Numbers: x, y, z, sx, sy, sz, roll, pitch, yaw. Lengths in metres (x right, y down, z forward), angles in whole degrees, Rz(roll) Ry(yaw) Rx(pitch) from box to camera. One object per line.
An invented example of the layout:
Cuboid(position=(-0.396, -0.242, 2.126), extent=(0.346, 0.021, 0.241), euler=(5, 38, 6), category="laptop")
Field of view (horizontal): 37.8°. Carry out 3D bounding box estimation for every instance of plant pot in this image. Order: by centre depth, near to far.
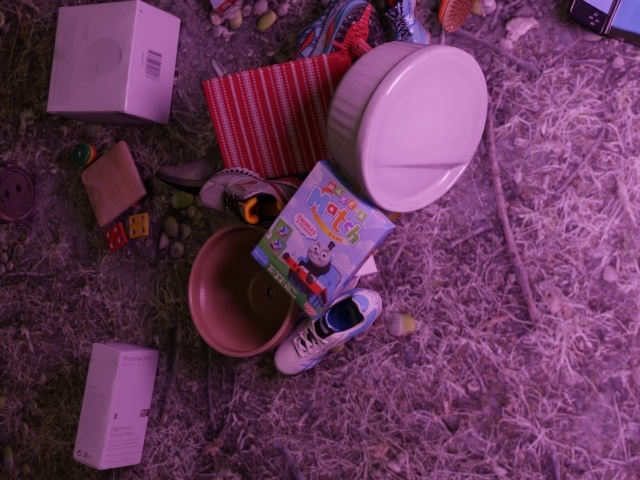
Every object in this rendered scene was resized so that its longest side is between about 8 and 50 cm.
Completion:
Cuboid(position=(-0.116, 0.092, 1.686), extent=(0.237, 0.110, 0.237), euler=(-5, 81, 31), category="plant pot")

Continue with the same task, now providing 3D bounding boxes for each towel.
Cuboid(position=(-0.060, -0.211, 1.635), extent=(0.275, 0.031, 0.199), euler=(-7, 109, 21), category="towel")

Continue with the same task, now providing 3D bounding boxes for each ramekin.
Cuboid(position=(0.129, -0.190, 1.487), extent=(0.127, 0.273, 0.273), euler=(33, 102, 41), category="ramekin")

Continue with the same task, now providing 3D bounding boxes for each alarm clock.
Cuboid(position=(-0.680, -0.084, 2.054), extent=(0.064, 0.129, 0.192), euler=(-1, 112, 29), category="alarm clock")

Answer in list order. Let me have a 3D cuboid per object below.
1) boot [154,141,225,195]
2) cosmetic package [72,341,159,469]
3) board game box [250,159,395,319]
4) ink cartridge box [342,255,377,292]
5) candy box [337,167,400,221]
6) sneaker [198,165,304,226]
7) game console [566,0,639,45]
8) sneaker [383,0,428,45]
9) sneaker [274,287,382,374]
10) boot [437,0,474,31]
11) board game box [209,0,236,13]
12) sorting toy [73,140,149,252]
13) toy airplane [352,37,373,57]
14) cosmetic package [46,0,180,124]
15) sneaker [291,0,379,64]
Cuboid(position=(-0.195, -0.166, 1.797), extent=(0.246, 0.083, 0.161), euler=(8, 78, 30), category="boot")
Cuboid(position=(-0.398, 0.320, 1.831), extent=(0.085, 0.117, 0.231), euler=(11, 92, 32), category="cosmetic package")
Cuboid(position=(0.000, 0.000, 1.518), extent=(0.160, 0.039, 0.211), euler=(46, 117, 16), category="board game box")
Cuboid(position=(0.024, 0.022, 1.601), extent=(0.092, 0.090, 0.143), euler=(-26, 78, 49), category="ink cartridge box")
Cuboid(position=(0.057, -0.101, 1.650), extent=(0.105, 0.027, 0.206), euler=(-42, 65, 21), category="candy box")
Cuboid(position=(-0.126, -0.074, 1.638), extent=(0.225, 0.093, 0.088), euler=(5, 118, 32), category="sneaker")
Cuboid(position=(0.460, -0.380, 1.404), extent=(0.085, 0.124, 0.144), euler=(30, 101, 58), category="game console")
Cuboid(position=(0.134, -0.377, 1.607), extent=(0.063, 0.073, 0.162), euler=(-20, 79, 29), category="sneaker")
Cuboid(position=(0.000, 0.156, 1.622), extent=(0.237, 0.086, 0.085), euler=(-38, 68, 24), category="sneaker")
Cuboid(position=(0.217, -0.427, 1.576), extent=(0.085, 0.059, 0.158), euler=(14, 84, 35), category="boot")
Cuboid(position=(-0.125, -0.583, 1.819), extent=(0.281, 0.027, 0.145), euler=(-33, 70, 24), category="board game box")
Cuboid(position=(-0.414, -0.106, 1.930), extent=(0.132, 0.046, 0.274), euler=(-35, 67, 24), category="sorting toy")
Cuboid(position=(0.095, -0.273, 1.627), extent=(0.151, 0.028, 0.151), euler=(9, 115, 20), category="toy airplane")
Cuboid(position=(-0.423, -0.357, 1.911), extent=(0.225, 0.138, 0.224), euler=(5, 87, 31), category="cosmetic package")
Cuboid(position=(0.001, -0.326, 1.688), extent=(0.262, 0.104, 0.125), euler=(-52, 42, 14), category="sneaker")
